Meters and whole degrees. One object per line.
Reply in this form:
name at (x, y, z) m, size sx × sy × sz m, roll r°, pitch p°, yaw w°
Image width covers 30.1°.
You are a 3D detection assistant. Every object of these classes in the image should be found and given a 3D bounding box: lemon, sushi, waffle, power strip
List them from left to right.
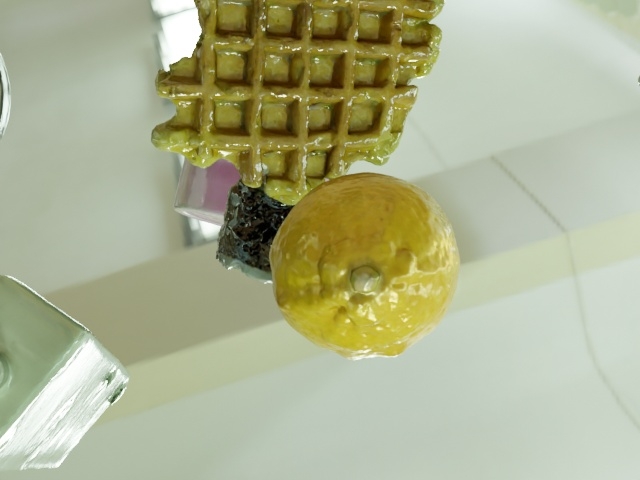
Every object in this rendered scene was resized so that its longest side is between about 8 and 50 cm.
power strip at (-0.174, 0.089, 0.725) m, size 0.091 × 0.062 × 0.385 m, roll -51°, pitch 178°, yaw -11°
waffle at (-0.025, -0.191, 1.088) m, size 0.301 × 0.281 × 0.058 m, roll -65°, pitch -161°, yaw -3°
sushi at (0.000, 0.000, 1.252) m, size 0.212 × 0.115 × 0.147 m, roll 17°, pitch -176°, yaw -37°
lemon at (0.026, 0.015, 0.708) m, size 0.114 × 0.114 × 0.155 m, roll -12°, pitch -179°, yaw 8°

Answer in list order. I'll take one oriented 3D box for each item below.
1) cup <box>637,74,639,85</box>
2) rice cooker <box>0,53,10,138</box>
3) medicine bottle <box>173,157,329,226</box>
cup at (0.456, -0.130, 1.338) m, size 0.239 × 0.177 × 0.166 m, roll -41°, pitch -166°, yaw -37°
rice cooker at (-0.351, -0.114, 0.832) m, size 0.267 × 0.267 × 0.224 m, roll -23°, pitch -166°, yaw -16°
medicine bottle at (-0.061, -0.172, 1.607) m, size 0.212 × 0.326 × 0.212 m, roll 14°, pitch 175°, yaw 1°
